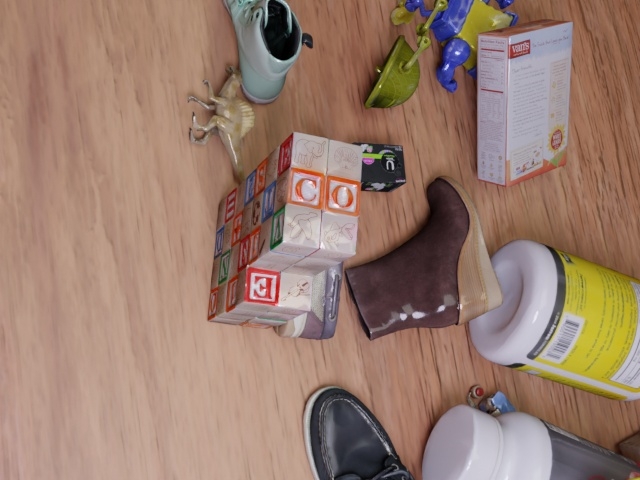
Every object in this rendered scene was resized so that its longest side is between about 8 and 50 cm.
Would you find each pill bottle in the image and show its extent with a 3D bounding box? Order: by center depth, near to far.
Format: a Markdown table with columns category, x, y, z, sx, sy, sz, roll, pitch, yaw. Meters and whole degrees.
| category | x | y | z | sx | sy | sz | roll | pitch | yaw |
| --- | --- | --- | --- | --- | --- | --- | --- | --- | --- |
| pill bottle | 0.308 | 0.345 | 1.140 | 0.318 | 0.176 | 0.176 | 25 | 69 | -15 |
| pill bottle | 0.408 | 0.132 | 1.228 | 0.333 | 0.188 | 0.188 | 19 | 71 | -18 |

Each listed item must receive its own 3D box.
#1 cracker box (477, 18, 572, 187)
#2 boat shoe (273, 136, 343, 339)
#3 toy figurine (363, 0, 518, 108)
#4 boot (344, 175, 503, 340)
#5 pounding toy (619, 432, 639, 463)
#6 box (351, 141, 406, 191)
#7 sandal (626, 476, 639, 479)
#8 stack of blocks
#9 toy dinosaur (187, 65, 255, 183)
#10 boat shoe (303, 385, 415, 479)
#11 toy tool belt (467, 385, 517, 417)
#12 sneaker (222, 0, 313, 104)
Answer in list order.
| category | x | y | z | sx | sy | sz | roll | pitch | yaw |
| --- | --- | --- | --- | --- | --- | --- | --- | --- | --- |
| cracker box | 0.317 | -0.216 | 1.272 | 0.155 | 0.067 | 0.232 | -20 | 118 | -35 |
| boat shoe | 0.000 | 0.000 | 1.144 | 0.092 | 0.103 | 0.285 | 15 | 76 | -24 |
| toy figurine | 0.237 | -0.321 | 1.276 | 0.217 | 0.191 | 0.363 | 30 | 69 | -18 |
| boot | 0.134 | 0.018 | 1.196 | 0.206 | 0.090 | 0.249 | -11 | 56 | -6 |
| pounding toy | 0.536 | 0.396 | 1.275 | 0.206 | 0.094 | 0.181 | -21 | 91 | -16 |
| box | 0.078 | -0.109 | 1.225 | 0.083 | 0.052 | 0.062 | 1 | 77 | -24 |
| sandal | 0.298 | 0.394 | 0.983 | 0.126 | 0.317 | 0.138 | 49 | 27 | -21 |
| stack of blocks | -0.052 | 0.002 | 1.008 | 0.087 | 0.297 | 0.171 | 10 | 73 | -21 |
| toy dinosaur | -0.135 | -0.160 | 1.141 | 0.092 | 0.053 | 0.183 | -4 | 87 | -16 |
| boat shoe | 0.082 | 0.352 | 1.079 | 0.127 | 0.113 | 0.340 | -15 | 83 | -23 |
| toy tool belt | 0.263 | 0.247 | 1.215 | 0.083 | 0.051 | 0.052 | 48 | 65 | -5 |
| sneaker | -0.076 | -0.340 | 1.163 | 0.094 | 0.151 | 0.256 | -6 | 78 | -22 |
